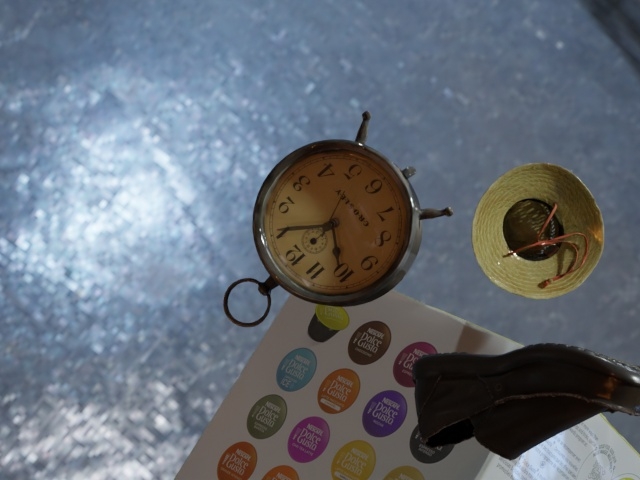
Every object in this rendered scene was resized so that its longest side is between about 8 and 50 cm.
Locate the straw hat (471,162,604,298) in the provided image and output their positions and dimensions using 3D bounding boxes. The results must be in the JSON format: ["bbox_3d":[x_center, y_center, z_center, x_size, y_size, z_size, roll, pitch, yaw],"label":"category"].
[{"bbox_3d":[0.209,-0.013,1.600,0.144,0.144,0.061,29,4,-17],"label":"straw hat"}]

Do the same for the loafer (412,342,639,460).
[{"bbox_3d":[0.153,0.123,1.157,0.080,0.220,0.078,18,73,-34],"label":"loafer"}]

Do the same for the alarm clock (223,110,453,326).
[{"bbox_3d":[0.000,0.000,1.256,0.129,0.192,0.064,51,3,11],"label":"alarm clock"}]

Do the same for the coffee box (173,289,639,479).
[{"bbox_3d":[0.104,0.273,1.681,0.337,0.334,0.338,23,-14,43],"label":"coffee box"}]
